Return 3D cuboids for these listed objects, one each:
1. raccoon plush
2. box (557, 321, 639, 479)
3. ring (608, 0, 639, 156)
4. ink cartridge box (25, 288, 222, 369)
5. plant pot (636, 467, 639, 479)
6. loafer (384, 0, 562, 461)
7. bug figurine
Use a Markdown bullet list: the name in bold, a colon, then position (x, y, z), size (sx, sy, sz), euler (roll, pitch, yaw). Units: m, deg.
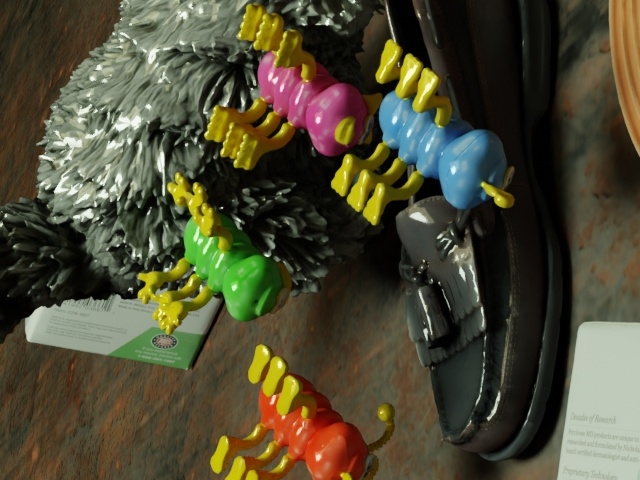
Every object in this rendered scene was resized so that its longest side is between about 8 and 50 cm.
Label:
- **raccoon plush**: position (-0.107, -0.100, 1.030), size (0.216, 0.446, 0.299), euler (31, 144, 36)
- **box**: position (0.164, 0.083, 0.670), size (0.102, 0.101, 0.087), euler (173, 108, -66)
- **ring**: position (0.230, -0.163, 0.732), size (0.336, 0.032, 0.337), euler (-169, 90, -68)
- **ink cartridge box**: position (-0.152, -0.002, 1.440), size (0.093, 0.154, 0.212), euler (-100, 29, -47)
- **plant pot**: position (0.250, 0.009, 0.327), size (0.252, 0.247, 0.248), euler (12, 90, 52)
- **loafer**: position (0.074, -0.025, 0.962), size (0.109, 0.095, 0.303), euler (-37, 46, 57)
- **bug figurine**: position (0.000, 0.000, 0.925), size (0.216, 0.072, 0.279), euler (47, 125, 37)
